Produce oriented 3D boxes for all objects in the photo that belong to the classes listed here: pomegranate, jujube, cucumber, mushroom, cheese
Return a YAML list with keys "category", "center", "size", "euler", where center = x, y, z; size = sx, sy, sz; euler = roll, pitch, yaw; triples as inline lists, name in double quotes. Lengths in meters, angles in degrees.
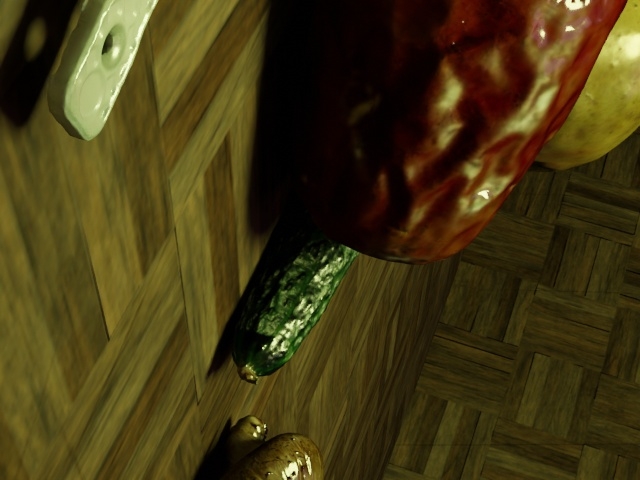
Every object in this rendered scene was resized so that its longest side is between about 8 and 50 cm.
- category: "pomegranate"
  center: [0.228, -0.211, 1.164]
  size: [0.281, 0.281, 0.281]
  euler: [17, 90, -79]
- category: "jujube"
  center: [0.084, -0.144, 0.741]
  size: [0.223, 0.223, 0.318]
  euler: [-49, 161, -65]
- category: "cucumber"
  center: [0.000, 0.000, 0.866]
  size: [0.067, 0.067, 0.293]
  euler: [93, 18, -50]
- category: "mushroom"
  center: [-0.047, 0.196, 0.861]
  size: [0.126, 0.085, 0.109]
  euler: [110, 1, -58]
- category: "cheese"
  center: [-0.048, -0.156, 0.435]
  size: [0.127, 0.050, 0.255]
  euler: [71, 39, -74]
